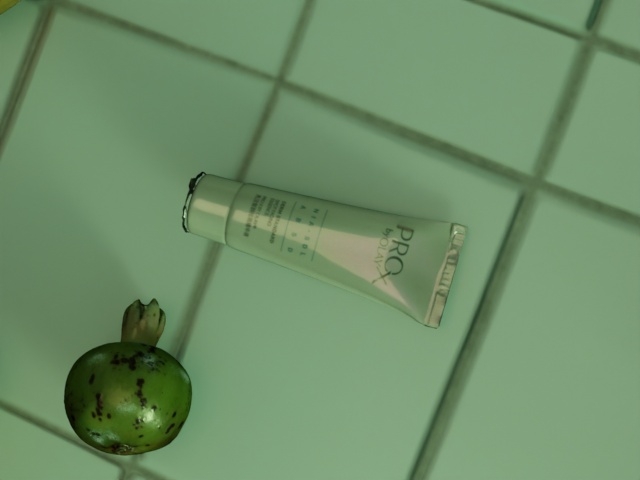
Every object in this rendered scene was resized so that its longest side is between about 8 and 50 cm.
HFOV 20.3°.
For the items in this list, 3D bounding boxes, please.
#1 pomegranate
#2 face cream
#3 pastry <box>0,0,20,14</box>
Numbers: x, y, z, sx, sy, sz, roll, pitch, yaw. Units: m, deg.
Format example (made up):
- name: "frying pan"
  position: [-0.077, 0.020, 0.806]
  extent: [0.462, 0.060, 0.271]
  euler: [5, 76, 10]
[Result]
- name: "pomegranate"
  position: [-0.168, 0.121, 1.583]
  extent: [0.114, 0.114, 0.142]
  euler: [-2, 62, 19]
- name: "face cream"
  position: [0.000, 0.000, 1.554]
  extent: [0.244, 0.058, 0.092]
  euler: [16, 87, 14]
- name: "pastry"
  position: [-0.382, -0.336, 1.640]
  extent: [0.316, 0.184, 0.284]
  euler: [21, 94, 19]
